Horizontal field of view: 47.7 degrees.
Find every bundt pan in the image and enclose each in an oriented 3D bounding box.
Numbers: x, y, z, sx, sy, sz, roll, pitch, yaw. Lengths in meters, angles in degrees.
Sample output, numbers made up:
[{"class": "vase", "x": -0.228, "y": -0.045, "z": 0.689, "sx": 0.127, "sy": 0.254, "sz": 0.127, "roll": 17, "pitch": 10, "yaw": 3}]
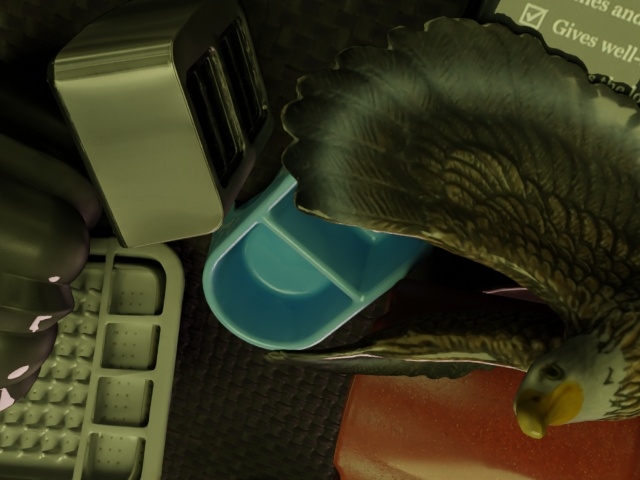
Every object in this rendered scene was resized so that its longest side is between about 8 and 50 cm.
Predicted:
[{"class": "bundt pan", "x": -0.290, "y": 0.009, "z": 0.643, "sx": 0.124, "sy": 0.331, "sz": 0.331, "roll": 19, "pitch": 130, "yaw": -29}]

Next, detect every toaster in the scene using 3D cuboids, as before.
[{"class": "toaster", "x": -0.121, "y": -0.112, "z": 0.589, "sx": 0.110, "sy": 0.168, "sz": 0.186, "roll": -5, "pitch": 122, "yaw": 16}]

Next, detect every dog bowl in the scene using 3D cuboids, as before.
[{"class": "dog bowl", "x": 0.000, "y": 0.000, "z": 0.683, "sx": 0.166, "sy": 0.074, "sz": 0.297, "roll": 41, "pitch": 125, "yaw": -12}]

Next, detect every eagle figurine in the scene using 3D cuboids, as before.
[{"class": "eagle figurine", "x": 0.125, "y": 0.038, "z": 0.374, "sx": 0.298, "sy": 0.225, "sz": 0.226, "roll": 30, "pitch": 88, "yaw": 32}]

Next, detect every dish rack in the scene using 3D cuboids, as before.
[{"class": "dish rack", "x": -0.302, "y": 0.139, "z": 0.777, "sx": 0.332, "sy": 0.286, "sz": 0.072, "roll": 1, "pitch": 166, "yaw": 11}]

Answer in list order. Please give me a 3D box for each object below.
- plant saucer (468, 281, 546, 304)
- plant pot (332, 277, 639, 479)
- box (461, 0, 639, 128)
[{"class": "plant saucer", "x": 0.213, "y": 0.159, "z": 0.742, "sx": 0.310, "sy": 0.050, "sz": 0.311, "roll": 8, "pitch": 125, "yaw": 12}, {"class": "plant pot", "x": 0.163, "y": 0.159, "z": 0.584, "sx": 0.264, "sy": 0.272, "sz": 0.273, "roll": 16, "pitch": 126, "yaw": 15}, {"class": "box", "x": 0.272, "y": -0.204, "z": 0.385, "sx": 0.293, "sy": 0.212, "sz": 0.396, "roll": 22, "pitch": 126, "yaw": 1}]
